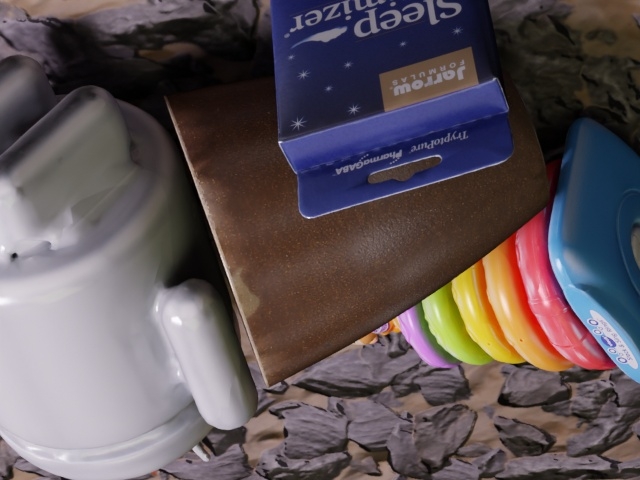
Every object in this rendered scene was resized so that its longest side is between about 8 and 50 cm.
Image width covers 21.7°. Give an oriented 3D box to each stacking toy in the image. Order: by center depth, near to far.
[{"bbox_3d":[0.119,0.038,1.315,0.301,0.166,0.175,-14,133,33],"label":"stacking toy"}]

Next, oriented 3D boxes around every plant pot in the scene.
[{"bbox_3d":[0.034,-0.037,1.171,0.230,0.215,0.215,-20,140,-3],"label":"plant pot"}]

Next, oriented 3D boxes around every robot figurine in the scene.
[{"bbox_3d":[-0.171,0.038,1.204,0.200,0.300,0.353,-43,142,-25],"label":"robot figurine"}]

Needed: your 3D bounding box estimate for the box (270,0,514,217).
[{"bbox_3d":[0.039,-0.122,1.029,0.136,0.225,0.036,-16,139,12],"label":"box"}]
